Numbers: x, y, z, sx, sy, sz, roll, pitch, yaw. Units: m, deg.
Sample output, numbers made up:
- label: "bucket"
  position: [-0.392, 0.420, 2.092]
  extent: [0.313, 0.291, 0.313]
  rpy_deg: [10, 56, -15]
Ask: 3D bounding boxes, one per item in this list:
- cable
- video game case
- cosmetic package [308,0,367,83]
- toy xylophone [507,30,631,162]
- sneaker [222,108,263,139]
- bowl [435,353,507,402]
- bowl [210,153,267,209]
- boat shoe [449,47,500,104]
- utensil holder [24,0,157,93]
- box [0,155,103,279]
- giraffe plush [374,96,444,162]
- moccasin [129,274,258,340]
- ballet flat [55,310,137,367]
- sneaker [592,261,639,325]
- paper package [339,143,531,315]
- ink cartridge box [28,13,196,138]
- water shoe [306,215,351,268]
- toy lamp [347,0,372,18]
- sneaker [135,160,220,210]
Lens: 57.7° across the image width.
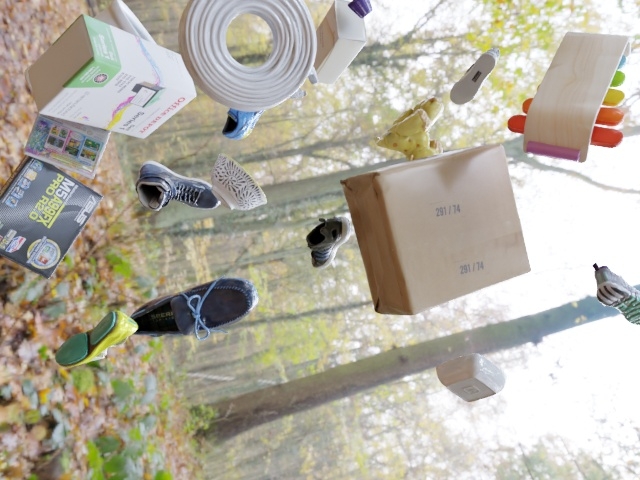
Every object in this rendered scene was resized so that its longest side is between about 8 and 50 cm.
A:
- label: "cable"
  position: [-0.136, -0.375, 1.104]
  extent: [0.089, 0.257, 0.257]
  rpy_deg: [-137, -150, -67]
- label: "video game case"
  position: [-0.576, -0.236, 1.335]
  extent: [0.019, 0.157, 0.143]
  rpy_deg: [10, -100, 56]
- label: "cosmetic package"
  position: [0.052, -0.722, 2.141]
  extent: [0.309, 0.113, 0.160]
  rpy_deg: [143, -55, -65]
- label: "toy xylophone"
  position: [0.510, -0.278, 1.080]
  extent: [0.236, 0.322, 0.081]
  rpy_deg: [26, -24, 34]
- label: "sneaker"
  position: [-0.208, -0.373, 1.625]
  extent: [0.069, 0.082, 0.209]
  rpy_deg: [43, -67, 22]
- label: "bowl"
  position: [0.369, 0.343, 1.418]
  extent: [0.142, 0.142, 0.053]
  rpy_deg: [-32, -149, 38]
- label: "bowl"
  position: [-0.222, -0.129, 1.465]
  extent: [0.170, 0.080, 0.170]
  rpy_deg: [41, -13, 12]
- label: "boat shoe"
  position: [0.500, -0.523, 1.864]
  extent: [0.078, 0.070, 0.219]
  rpy_deg: [42, -39, 1]
- label: "utensil holder"
  position: [-0.725, -0.553, 1.944]
  extent: [0.327, 0.385, 0.327]
  rpy_deg: [56, 2, -3]
- label: "box"
  position: [-0.748, -0.065, 1.542]
  extent: [0.216, 0.270, 0.060]
  rpy_deg: [39, -15, -35]
- label: "giraffe plush"
  position: [0.267, -0.258, 1.569]
  extent: [0.170, 0.210, 0.181]
  rpy_deg: [51, -12, -13]
- label: "moccasin"
  position: [-0.309, 0.183, 1.379]
  extent: [0.137, 0.342, 0.117]
  rpy_deg: [68, 22, -4]
- label: "ballet flat"
  position: [-0.505, 0.234, 1.322]
  extent: [0.077, 0.231, 0.077]
  rpy_deg: [31, 35, -46]
- label: "sneaker"
  position: [0.735, 0.125, 1.387]
  extent: [0.083, 0.224, 0.098]
  rpy_deg: [-37, -143, 37]
- label: "paper package"
  position: [0.247, -0.025, 1.242]
  extent: [0.168, 0.325, 0.309]
  rpy_deg: [0, -75, 66]
- label: "ink cartridge box"
  position: [-0.445, -0.343, 1.268]
  extent: [0.201, 0.278, 0.117]
  rpy_deg: [-29, -107, 28]
- label: "water shoe"
  position: [0.000, 0.000, 1.336]
  extent: [0.203, 0.080, 0.073]
  rpy_deg: [124, -35, -53]
- label: "toy lamp"
  position: [0.077, -0.861, 1.911]
  extent: [0.274, 0.080, 0.080]
  rpy_deg: [51, -9, -16]
- label: "sneaker"
  position: [-0.368, -0.115, 1.502]
  extent: [0.086, 0.226, 0.163]
  rpy_deg: [-62, -161, 19]
